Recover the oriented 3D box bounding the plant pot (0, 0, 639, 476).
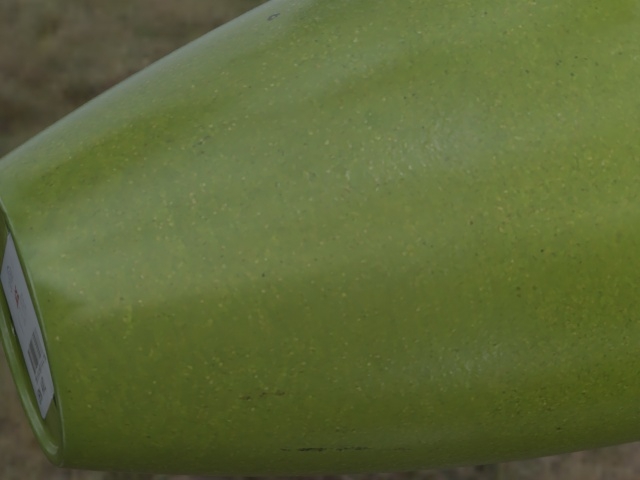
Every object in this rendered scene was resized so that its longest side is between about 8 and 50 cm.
[{"bbox_3d":[0.000,0.000,0.803,0.293,0.275,0.275,-15,18,-19],"label":"plant pot"}]
